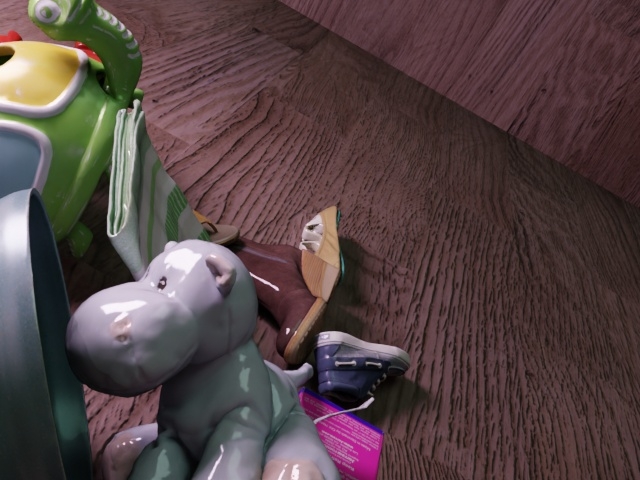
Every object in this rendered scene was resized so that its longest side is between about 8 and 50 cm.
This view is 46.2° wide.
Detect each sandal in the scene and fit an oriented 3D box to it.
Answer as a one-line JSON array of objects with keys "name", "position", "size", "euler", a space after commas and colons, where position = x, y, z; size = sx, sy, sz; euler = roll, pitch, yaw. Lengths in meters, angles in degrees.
[{"name": "sandal", "position": [-0.211, -0.025, 1.129], "size": [0.180, 0.049, 0.072], "euler": [10, 27, -3]}]

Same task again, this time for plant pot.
[{"name": "plant pot", "position": [-0.310, 0.116, 0.616], "size": [0.196, 0.293, 0.293], "euler": [-10, 40, -15]}]

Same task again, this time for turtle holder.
[{"name": "turtle holder", "position": [-0.349, -0.142, 0.931], "size": [0.227, 0.320, 0.243], "euler": [22, 60, -26]}]

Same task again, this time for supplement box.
[{"name": "supplement box", "position": [-0.017, 0.276, 0.776], "size": [0.114, 0.111, 0.220], "euler": [30, 27, -2]}]

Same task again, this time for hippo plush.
[{"name": "hippo plush", "position": [-0.088, 0.124, 0.665], "size": [0.294, 0.236, 0.234], "euler": [-26, 25, -28]}]

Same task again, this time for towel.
[{"name": "towel", "position": [-0.162, 0.027, 0.886], "size": [0.038, 0.325, 0.248], "euler": [-16, 42, 3]}]

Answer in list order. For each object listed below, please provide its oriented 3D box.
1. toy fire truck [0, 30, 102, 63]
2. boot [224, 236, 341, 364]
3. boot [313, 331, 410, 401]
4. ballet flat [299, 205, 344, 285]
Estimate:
[{"name": "toy fire truck", "position": [-0.420, -0.262, 1.164], "size": [0.217, 0.158, 0.246], "euler": [3, 48, -18]}, {"name": "boot", "position": [-0.090, 0.077, 1.115], "size": [0.207, 0.090, 0.248], "euler": [18, 29, 5]}, {"name": "boot", "position": [0.062, 0.193, 1.073], "size": [0.190, 0.069, 0.086], "euler": [21, 56, -39]}, {"name": "ballet flat", "position": [0.000, 0.000, 1.320], "size": [0.073, 0.080, 0.232], "euler": [10, 28, -7]}]
